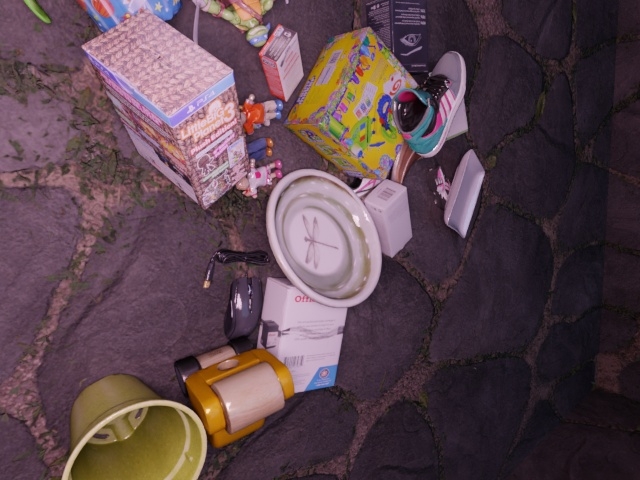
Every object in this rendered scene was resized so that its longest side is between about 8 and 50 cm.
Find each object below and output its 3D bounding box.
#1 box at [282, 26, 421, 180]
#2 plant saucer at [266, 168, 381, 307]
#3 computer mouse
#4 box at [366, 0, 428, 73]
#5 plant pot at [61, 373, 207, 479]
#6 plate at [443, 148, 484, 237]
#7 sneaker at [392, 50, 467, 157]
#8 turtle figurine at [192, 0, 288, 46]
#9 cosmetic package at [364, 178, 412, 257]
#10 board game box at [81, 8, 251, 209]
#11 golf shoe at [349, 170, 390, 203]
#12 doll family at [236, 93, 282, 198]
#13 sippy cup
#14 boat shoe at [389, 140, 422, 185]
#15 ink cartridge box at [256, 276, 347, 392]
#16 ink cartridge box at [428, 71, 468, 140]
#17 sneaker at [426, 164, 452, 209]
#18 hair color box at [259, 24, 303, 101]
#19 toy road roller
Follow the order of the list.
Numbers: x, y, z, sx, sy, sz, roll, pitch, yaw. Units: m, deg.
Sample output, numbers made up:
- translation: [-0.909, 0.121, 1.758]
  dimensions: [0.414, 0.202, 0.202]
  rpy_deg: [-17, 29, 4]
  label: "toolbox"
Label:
- translation: [0.102, -0.364, 1.256]
  dimensions: [0.279, 0.177, 0.289]
  rpy_deg: [33, 80, -37]
  label: "box"
- translation: [0.000, 0.000, 1.256]
  dimensions: [0.401, 0.101, 0.400]
  rpy_deg: [19, 59, -34]
  label: "plant saucer"
- translation: [-0.226, 0.149, 1.202]
  dimensions: [0.184, 0.060, 0.261]
  rpy_deg: [12, 93, -39]
  label: "computer mouse"
- translation: [0.230, -0.598, 1.342]
  dimensions: [0.153, 0.108, 0.206]
  rpy_deg: [-15, 110, -34]
  label: "box"
- translation: [-0.430, 0.427, 0.991]
  dimensions: [0.276, 0.254, 0.275]
  rpy_deg: [-9, 105, -36]
  label: "plant pot"
- translation: [0.522, -0.165, 1.657]
  dimensions: [0.278, 0.045, 0.277]
  rpy_deg: [19, 89, -59]
  label: "plate"
- translation: [0.283, -0.388, 1.208]
  dimensions: [0.178, 0.124, 0.295]
  rpy_deg: [14, 93, -49]
  label: "sneaker"
- translation: [-0.179, -0.568, 0.965]
  dimensions: [0.266, 0.198, 0.274]
  rpy_deg: [66, 23, -10]
  label: "turtle figurine"
- translation: [0.219, -0.067, 1.434]
  dimensions: [0.117, 0.086, 0.231]
  rpy_deg: [-42, 142, -23]
  label: "cosmetic package"
- translation: [-0.279, -0.241, 0.884]
  dimensions: [0.141, 0.232, 0.291]
  rpy_deg: [-45, 163, -21]
  label: "board game box"
- translation: [0.151, -0.200, 1.400]
  dimensions: [0.086, 0.068, 0.186]
  rpy_deg: [46, 73, -34]
  label: "golf shoe"
- translation: [-0.193, -0.239, 1.124]
  dimensions: [0.163, 0.118, 0.262]
  rpy_deg: [-27, 134, -36]
  label: "doll family"
- translation: [-0.384, -0.512, 0.843]
  dimensions: [0.240, 0.306, 0.224]
  rpy_deg: [-76, 151, -43]
  label: "sippy cup"
- translation: [0.310, -0.319, 1.436]
  dimensions: [0.117, 0.123, 0.324]
  rpy_deg: [21, 88, 5]
  label: "boat shoe"
- translation: [-0.055, 0.268, 1.314]
  dimensions: [0.223, 0.129, 0.307]
  rpy_deg: [5, 98, -37]
  label: "ink cartridge box"
- translation: [0.425, -0.467, 1.553]
  dimensions: [0.171, 0.056, 0.234]
  rpy_deg: [-27, 112, -30]
  label: "ink cartridge box"
- translation: [0.434, -0.200, 1.622]
  dimensions: [0.077, 0.072, 0.178]
  rpy_deg: [-47, 135, -28]
  label: "sneaker"
- translation: [-0.093, -0.432, 1.113]
  dimensions: [0.093, 0.053, 0.167]
  rpy_deg: [-59, 171, -11]
  label: "hair color box"
- translation: [-0.205, 0.397, 1.102]
  dimensions: [0.203, 0.330, 0.240]
  rpy_deg: [-17, 103, -29]
  label: "toy road roller"
